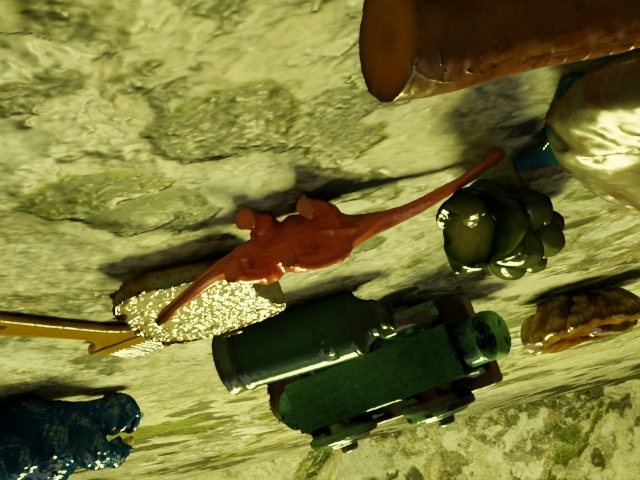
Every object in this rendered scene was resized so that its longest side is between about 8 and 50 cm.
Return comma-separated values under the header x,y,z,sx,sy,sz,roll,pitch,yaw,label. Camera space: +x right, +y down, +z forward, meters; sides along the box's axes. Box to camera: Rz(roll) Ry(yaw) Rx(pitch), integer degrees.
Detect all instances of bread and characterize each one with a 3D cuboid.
x,y,z,sx,sy,sz,roll,pitch,yaw,label
-0.100,0.044,0.784,0.129,0.044,0.126,-14,157,12,bread

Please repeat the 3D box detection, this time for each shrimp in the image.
x,y,z,sx,sy,sz,roll,pitch,yaw,label
0.306,-0.039,0.583,0.361,0.085,0.247,14,164,-13,shrimp

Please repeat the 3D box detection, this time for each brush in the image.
x,y,z,sx,sy,sz,roll,pitch,yaw,label
0.160,-0.073,0.639,0.051,0.014,0.164,-15,163,0,brush
-0.223,0.085,0.874,0.103,0.013,0.272,-22,161,27,brush

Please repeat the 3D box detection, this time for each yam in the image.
x,y,z,sx,sy,sz,roll,pitch,yaw,label
-0.002,0.216,1.378,0.141,0.079,0.079,-22,161,26,yam

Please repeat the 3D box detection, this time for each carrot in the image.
x,y,z,sx,sy,sz,roll,pitch,yaw,label
0.129,-0.107,0.444,0.224,0.057,0.057,-11,164,-18,carrot

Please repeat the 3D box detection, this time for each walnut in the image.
x,y,z,sx,sy,sz,roll,pitch,yaw,label
0.353,0.107,1.293,0.170,0.069,0.143,-11,162,-11,walnut

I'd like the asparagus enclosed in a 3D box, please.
x,y,z,sx,sy,sz,roll,pitch,yaw,label
0.138,-0.007,0.714,0.080,0.080,0.287,-21,171,26,asparagus

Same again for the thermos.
x,y,z,sx,sy,sz,roll,pitch,yaw,label
-0.013,0.103,0.989,0.188,0.073,0.083,-18,162,15,thermos

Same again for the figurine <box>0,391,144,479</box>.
x,y,z,sx,sy,sz,roll,pitch,yaw,label
-0.324,0.238,1.152,0.164,0.120,0.262,-14,-178,27,figurine

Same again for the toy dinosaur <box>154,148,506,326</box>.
x,y,z,sx,sy,sz,roll,pitch,yaw,label
-0.002,-0.006,0.676,0.280,0.055,0.101,-20,172,18,toy dinosaur

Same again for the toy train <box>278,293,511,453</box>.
x,y,z,sx,sy,sz,roll,pitch,yaw,label
0.099,0.160,1.174,0.304,0.150,0.221,-25,170,31,toy train
